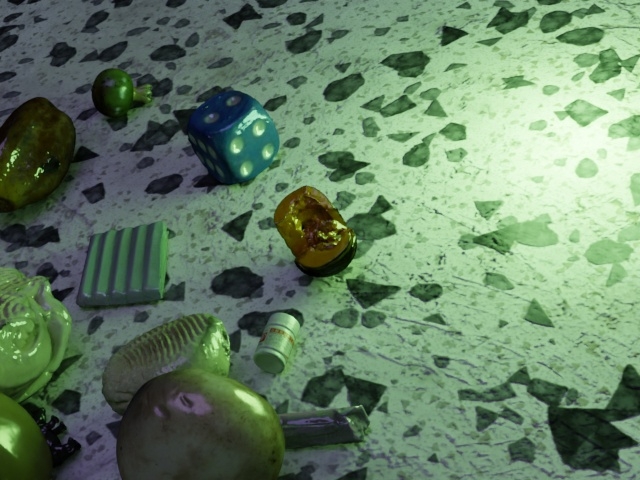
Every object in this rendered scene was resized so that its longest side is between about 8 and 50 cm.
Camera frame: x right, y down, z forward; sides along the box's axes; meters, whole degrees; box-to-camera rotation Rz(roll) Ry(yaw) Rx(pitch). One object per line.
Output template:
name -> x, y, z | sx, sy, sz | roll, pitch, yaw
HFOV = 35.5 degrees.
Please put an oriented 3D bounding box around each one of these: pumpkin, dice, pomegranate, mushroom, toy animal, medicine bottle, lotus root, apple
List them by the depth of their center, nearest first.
mushroom -> -0.169, 0.303, 1.433 | 0.254, 0.255, 0.184 | -23, 15, -5
apple -> -0.537, 0.351, 1.506 | 0.262, 0.262, 0.262 | -11, 42, 10
toy animal -> -0.452, 0.320, 1.650 | 0.065, 0.047, 0.135 | -41, 51, -12
medicine bottle -> -0.073, 0.170, 1.663 | 0.057, 0.057, 0.089 | 2, 44, 22
pumpkin -> 0.000, 0.000, 1.784 | 0.119, 0.108, 0.184 | -28, 49, 0
dice -> -0.179, -0.213, 2.053 | 0.146, 0.147, 0.143 | -38, 43, -20
lotus root -> -0.642, -0.174, 2.179 | 0.193, 0.193, 0.291 | 0, 42, 20
pomegranate -> -0.465, -0.344, 2.343 | 0.142, 0.115, 0.115 | 1, 37, -19

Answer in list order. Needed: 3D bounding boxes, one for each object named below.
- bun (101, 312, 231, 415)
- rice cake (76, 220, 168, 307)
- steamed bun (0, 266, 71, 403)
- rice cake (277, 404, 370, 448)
bun -> -0.235, 0.217, 1.600 | 0.220, 0.134, 0.220 | -22, 20, 8
rice cake -> -0.377, 0.047, 1.926 | 0.189, 0.037, 0.198 | -7, 43, 12
steamed bun -> -0.578, 0.185, 1.728 | 0.275, 0.206, 0.320 | 4, 18, 7
rice cake -> -0.058, 0.288, 1.532 | 0.269, 0.055, 0.049 | -8, 38, 15
